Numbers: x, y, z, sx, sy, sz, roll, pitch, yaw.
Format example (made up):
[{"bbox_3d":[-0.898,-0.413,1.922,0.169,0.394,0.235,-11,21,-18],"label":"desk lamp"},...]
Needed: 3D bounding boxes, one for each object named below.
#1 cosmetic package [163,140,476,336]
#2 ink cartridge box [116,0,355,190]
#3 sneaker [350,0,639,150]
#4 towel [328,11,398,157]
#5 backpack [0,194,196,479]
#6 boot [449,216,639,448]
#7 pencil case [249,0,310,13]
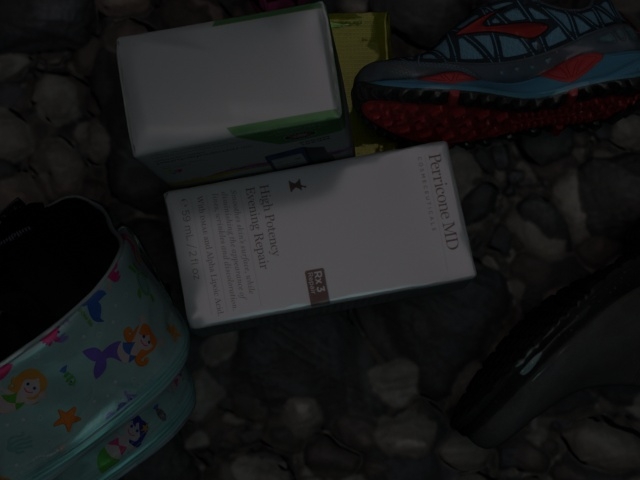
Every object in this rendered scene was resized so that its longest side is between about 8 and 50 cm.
[{"bbox_3d":[0.000,0.000,1.136,0.231,0.085,0.117,-12,82,-1],"label":"cosmetic package"},{"bbox_3d":[-0.057,-0.102,1.089,0.154,0.212,0.093,-10,84,2],"label":"ink cartridge box"},{"bbox_3d":[0.146,-0.150,1.192,0.262,0.104,0.125,-6,66,-14],"label":"sneaker"},{"bbox_3d":[0.017,-0.078,1.198,0.102,0.021,0.237,-2,82,-6],"label":"towel"},{"bbox_3d":[-0.205,0.090,1.042,0.225,0.253,0.191,-36,106,-10],"label":"backpack"},{"bbox_3d":[0.291,0.110,1.154,0.338,0.118,0.223,-40,92,-4],"label":"boot"},{"bbox_3d":[0.025,-0.257,1.184,0.209,0.098,0.095,-30,86,-9],"label":"pencil case"}]
